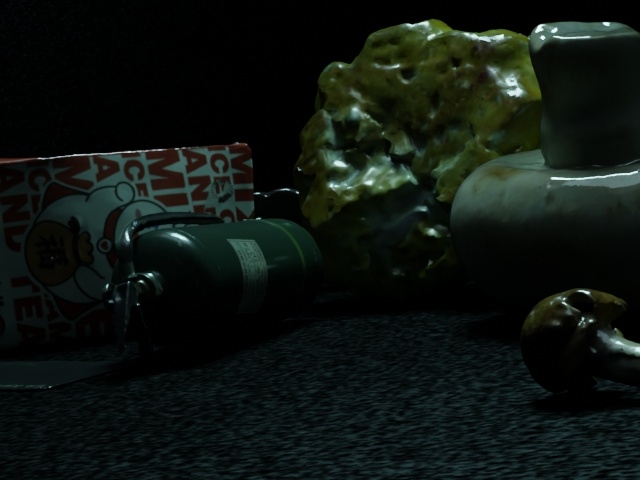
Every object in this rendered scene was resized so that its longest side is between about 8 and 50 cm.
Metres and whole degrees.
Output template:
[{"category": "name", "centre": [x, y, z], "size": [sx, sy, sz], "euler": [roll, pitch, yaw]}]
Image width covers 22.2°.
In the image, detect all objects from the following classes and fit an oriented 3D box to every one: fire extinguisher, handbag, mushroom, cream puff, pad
[{"category": "fire extinguisher", "centre": [-0.096, 0.031, 1.266], "size": [0.093, 0.118, 0.294], "euler": [-18, -4, 23]}, {"category": "handbag", "centre": [-0.197, -0.001, 1.417], "size": [0.298, 0.171, 0.151], "euler": [-8, 4, -12]}, {"category": "mushroom", "centre": [0.217, -0.055, 1.230], "size": [0.243, 0.244, 0.243], "euler": [-5, 4, 0]}, {"category": "cream puff", "centre": [0.109, -0.060, 1.465], "size": [0.281, 0.282, 0.185], "euler": [-3, -23, 25]}, {"category": "mushroom", "centre": [0.196, 0.060, 0.882], "size": [0.187, 0.060, 0.061], "euler": [4, 2, 34]}, {"category": "pad", "centre": [-0.227, 0.100, 1.213], "size": [0.157, 0.003, 0.112], "euler": [-2, 6, 33]}]

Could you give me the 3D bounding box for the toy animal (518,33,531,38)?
[{"category": "toy animal", "centre": [0.259, -0.136, 2.085], "size": [0.125, 0.251, 0.127], "euler": [-8, 4, 17]}]

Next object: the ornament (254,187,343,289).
[{"category": "ornament", "centre": [0.000, 0.000, 1.714], "size": [0.251, 0.106, 0.260], "euler": [-4, -1, -3]}]
